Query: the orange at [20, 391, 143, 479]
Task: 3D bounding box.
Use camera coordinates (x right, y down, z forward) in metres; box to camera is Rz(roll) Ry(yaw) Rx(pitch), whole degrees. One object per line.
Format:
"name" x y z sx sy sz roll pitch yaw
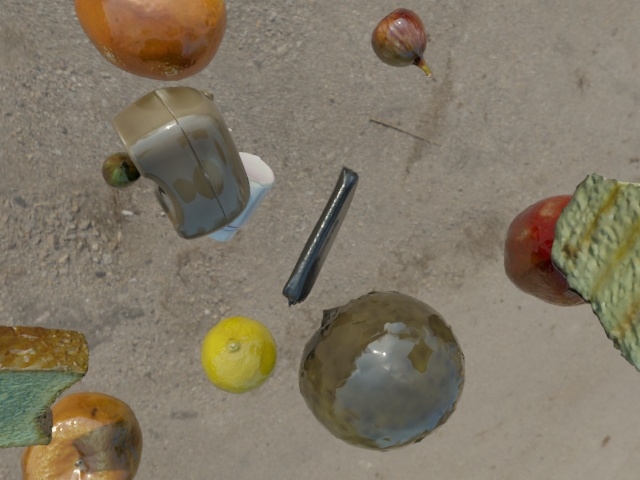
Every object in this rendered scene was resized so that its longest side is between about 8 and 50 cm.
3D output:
"orange" -0.509 0.458 1.102 0.249 0.183 0.248 1 88 -19

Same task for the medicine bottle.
"medicine bottle" -0.290 -0.141 1.703 0.170 0.170 0.293 10 131 -37

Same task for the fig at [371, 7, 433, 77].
"fig" 0.252 -0.575 1.492 0.207 0.175 0.175 42 87 -16

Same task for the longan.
"longan" 0.143 0.299 1.202 0.391 0.391 0.390 -15 121 -27

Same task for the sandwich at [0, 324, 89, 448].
"sandwich" -0.408 0.187 0.626 0.186 0.065 0.214 14 131 -38

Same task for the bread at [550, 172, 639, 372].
"bread" 0.597 0.058 0.802 0.264 0.395 0.239 3 126 -15

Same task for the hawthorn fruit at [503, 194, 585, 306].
"hawthorn fruit" 0.617 0.018 1.237 0.285 0.284 0.369 -42 171 -9

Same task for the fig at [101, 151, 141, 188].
"fig" -0.545 -0.199 1.389 0.103 0.155 0.109 25 70 -21

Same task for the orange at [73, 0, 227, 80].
"orange" -0.477 -0.651 1.433 0.424 0.423 0.326 -17 158 -26

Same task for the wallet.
"wallet" 0.000 0.000 0.858 0.044 0.149 0.250 26 83 4

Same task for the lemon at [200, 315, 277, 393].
"lemon" -0.187 0.263 1.163 0.178 0.178 0.203 -34 162 -15

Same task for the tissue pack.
"tissue pack" -0.349 -0.213 1.365 0.277 0.267 0.387 -30 137 -10
